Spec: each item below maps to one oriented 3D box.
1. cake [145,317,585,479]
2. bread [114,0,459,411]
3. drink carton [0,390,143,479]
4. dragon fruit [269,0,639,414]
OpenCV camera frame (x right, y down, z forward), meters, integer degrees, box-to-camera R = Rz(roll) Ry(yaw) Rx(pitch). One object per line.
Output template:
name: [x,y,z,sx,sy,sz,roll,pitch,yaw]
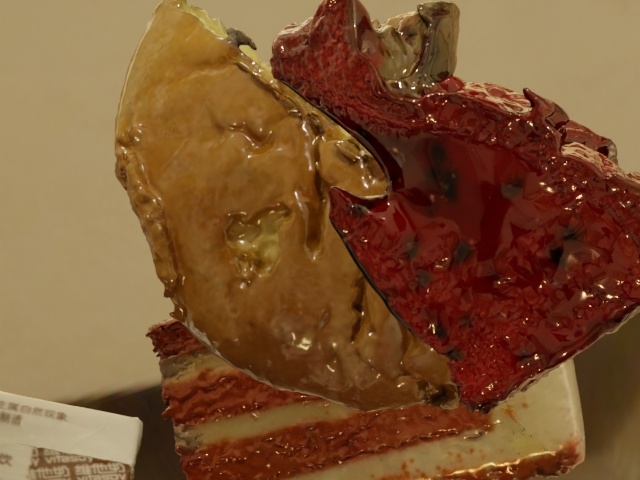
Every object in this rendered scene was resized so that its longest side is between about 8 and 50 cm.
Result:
cake: [0.045,0.088,1.201,0.262,0.159,0.158,-14,88,-20]
bread: [-0.004,-0.003,0.999,0.260,0.160,0.147,34,94,8]
drink carton: [-0.220,0.222,1.010,0.194,0.325,0.132,12,39,-7]
dragon fruit: [0.058,-0.028,0.816,0.192,0.122,0.092,39,24,5]
